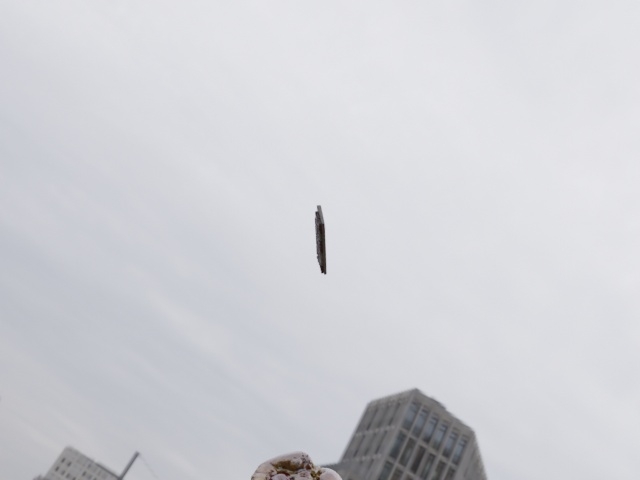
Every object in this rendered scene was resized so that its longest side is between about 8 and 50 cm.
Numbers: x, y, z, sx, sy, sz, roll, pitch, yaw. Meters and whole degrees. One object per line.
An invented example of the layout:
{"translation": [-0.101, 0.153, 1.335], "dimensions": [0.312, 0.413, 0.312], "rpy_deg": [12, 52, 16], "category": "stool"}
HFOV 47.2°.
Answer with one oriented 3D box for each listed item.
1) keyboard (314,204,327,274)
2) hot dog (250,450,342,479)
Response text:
{"translation": [0.000, 0.000, 1.461], "dimensions": [0.017, 0.055, 0.166], "rpy_deg": [-7, -38, -4], "category": "keyboard"}
{"translation": [-0.044, 0.321, 0.817], "dimensions": [0.131, 0.252, 0.069], "rpy_deg": [6, -74, 14], "category": "hot dog"}
